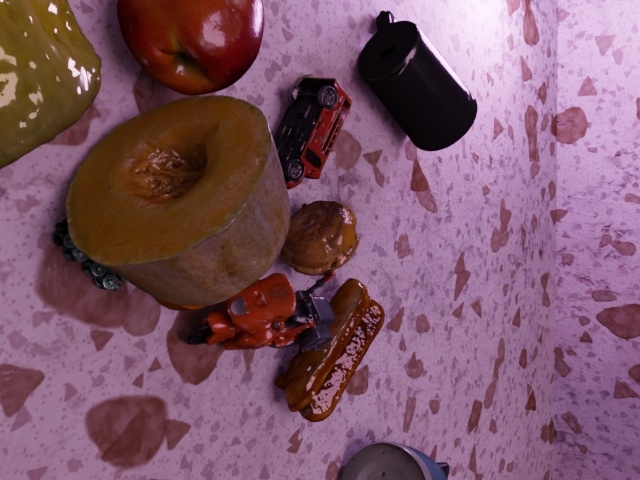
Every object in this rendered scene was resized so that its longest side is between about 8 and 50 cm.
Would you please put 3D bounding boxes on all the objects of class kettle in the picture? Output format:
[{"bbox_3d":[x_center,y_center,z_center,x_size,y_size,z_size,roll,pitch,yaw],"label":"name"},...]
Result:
[{"bbox_3d":[0.260,-0.426,1.472,0.308,0.203,0.262,37,68,-41],"label":"kettle"},{"bbox_3d":[0.207,0.707,1.517,0.319,0.247,0.342,-48,144,4],"label":"kettle"}]

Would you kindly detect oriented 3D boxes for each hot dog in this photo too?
[{"bbox_3d":[0.025,0.250,1.318,0.158,0.117,0.349,53,57,-34],"label":"hot dog"}]

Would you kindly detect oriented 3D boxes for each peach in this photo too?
[{"bbox_3d":[-0.210,-0.360,0.930,0.243,0.199,0.243,11,58,-18],"label":"peach"}]

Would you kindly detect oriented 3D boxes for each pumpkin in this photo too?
[{"bbox_3d":[-0.201,-0.047,0.884,0.332,0.332,0.199,-57,148,-29],"label":"pumpkin"}]

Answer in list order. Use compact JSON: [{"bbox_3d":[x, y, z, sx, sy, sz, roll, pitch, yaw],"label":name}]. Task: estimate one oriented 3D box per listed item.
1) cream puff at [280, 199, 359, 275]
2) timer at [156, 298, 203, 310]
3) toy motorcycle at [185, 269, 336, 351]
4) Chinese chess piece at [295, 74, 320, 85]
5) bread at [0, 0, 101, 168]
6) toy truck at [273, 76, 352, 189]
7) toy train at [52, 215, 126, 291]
[{"bbox_3d":[0.000,0.000,1.230,0.189,0.189,0.129,-54,135,-32],"label":"cream puff"},{"bbox_3d":[-0.205,0.068,1.002,0.132,0.152,0.132,-6,98,-49],"label":"timer"},{"bbox_3d":[-0.090,0.148,1.112,0.325,0.221,0.148,8,52,-51],"label":"toy motorcycle"},{"bbox_3d":[-0.022,-0.330,1.272,0.084,0.034,0.084,-4,95,-49],"label":"Chinese chess piece"},{"bbox_3d":[-0.422,-0.237,0.592,0.348,0.348,0.308,-58,138,-29],"label":"bread"},{"bbox_3d":[-0.032,-0.214,1.190,0.114,0.107,0.253,33,78,-49],"label":"toy truck"},{"bbox_3d":[-0.362,0.017,0.904,0.071,0.038,0.148,-58,132,-32],"label":"toy train"}]
